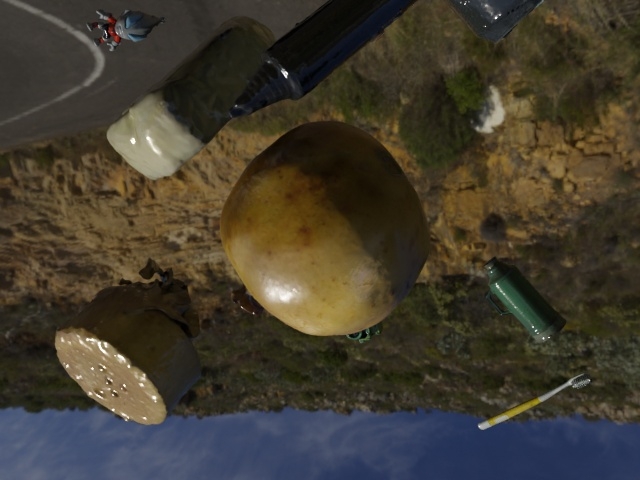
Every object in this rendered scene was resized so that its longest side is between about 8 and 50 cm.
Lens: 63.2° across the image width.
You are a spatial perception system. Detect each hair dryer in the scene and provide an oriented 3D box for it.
[{"bbox_3d":[0.061,-0.210,0.493,0.352,0.189,0.107,-44,-178,-11],"label":"hair dryer"}]

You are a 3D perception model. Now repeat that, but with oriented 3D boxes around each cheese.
[{"bbox_3d":[-0.201,-0.229,0.838,0.318,0.115,0.326,-36,-154,10],"label":"cheese"}]

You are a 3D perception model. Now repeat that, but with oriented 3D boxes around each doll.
[{"bbox_3d":[-0.291,-0.326,0.789,0.114,0.057,0.039,-18,-158,-14],"label":"doll"}]

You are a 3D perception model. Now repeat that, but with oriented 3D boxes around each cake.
[{"bbox_3d":[-0.408,0.222,1.253,0.332,0.332,0.321,-1,-144,32],"label":"cake"}]

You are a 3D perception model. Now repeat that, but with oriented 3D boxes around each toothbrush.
[{"bbox_3d":[0.485,0.375,1.192,0.288,0.021,0.024,-38,-170,26],"label":"toothbrush"}]

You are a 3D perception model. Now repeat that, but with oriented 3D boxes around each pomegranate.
[{"bbox_3d":[0.007,-0.016,0.716,0.307,0.307,0.307,-9,-167,2],"label":"pomegranate"}]

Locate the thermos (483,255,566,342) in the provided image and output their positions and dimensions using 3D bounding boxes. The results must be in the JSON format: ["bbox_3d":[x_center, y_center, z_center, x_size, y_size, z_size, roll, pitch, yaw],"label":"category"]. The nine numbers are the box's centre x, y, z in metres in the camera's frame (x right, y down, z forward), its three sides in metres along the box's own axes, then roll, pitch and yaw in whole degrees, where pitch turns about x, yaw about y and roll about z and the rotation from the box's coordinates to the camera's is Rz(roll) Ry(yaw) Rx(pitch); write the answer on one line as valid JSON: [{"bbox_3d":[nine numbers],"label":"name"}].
[{"bbox_3d":[0.406,0.115,1.066,0.073,0.187,0.083,-36,173,-34],"label":"thermos"}]

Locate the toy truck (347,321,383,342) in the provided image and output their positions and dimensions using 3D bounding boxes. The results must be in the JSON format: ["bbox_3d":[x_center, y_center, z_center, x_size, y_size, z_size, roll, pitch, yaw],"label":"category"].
[{"bbox_3d":[0.114,0.121,1.313,0.135,0.259,0.128,-6,-168,19],"label":"toy truck"}]
